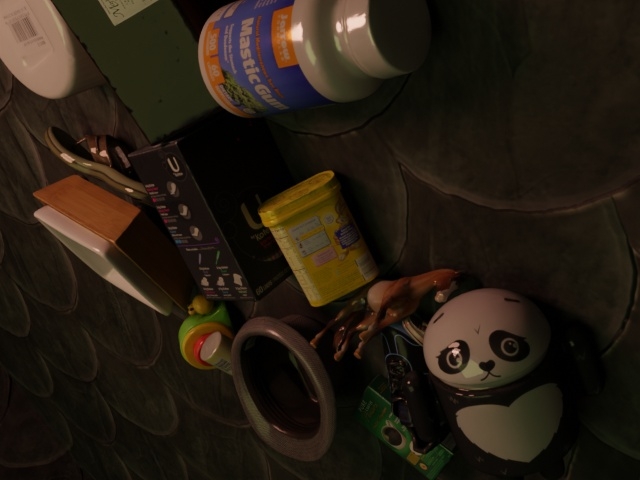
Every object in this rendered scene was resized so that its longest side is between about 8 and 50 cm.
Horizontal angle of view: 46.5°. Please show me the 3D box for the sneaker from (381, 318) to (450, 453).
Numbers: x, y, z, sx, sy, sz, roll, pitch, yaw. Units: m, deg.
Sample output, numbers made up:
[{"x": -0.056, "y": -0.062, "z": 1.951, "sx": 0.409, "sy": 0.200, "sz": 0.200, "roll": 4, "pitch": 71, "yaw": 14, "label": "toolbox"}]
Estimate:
[{"x": 0.145, "y": 0.230, "z": 1.176, "sx": 0.081, "sy": 0.090, "sz": 0.232, "roll": -8, "pitch": 115, "yaw": 48, "label": "sneaker"}]

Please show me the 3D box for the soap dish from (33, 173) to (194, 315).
[{"x": -0.380, "y": 0.009, "z": 1.419, "sx": 0.229, "sy": 0.118, "sz": 0.291, "roll": 26, "pitch": 162, "yaw": 28, "label": "soap dish"}]

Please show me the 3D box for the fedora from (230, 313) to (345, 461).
[{"x": -0.040, "y": 0.244, "z": 1.342, "sx": 0.244, "sy": 0.124, "sz": 0.275, "roll": 1, "pitch": 112, "yaw": 42, "label": "fedora"}]

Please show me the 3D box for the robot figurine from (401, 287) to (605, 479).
[{"x": 0.241, "y": 0.198, "z": 0.986, "sx": 0.174, "sy": 0.209, "sz": 0.278, "roll": 12, "pitch": 130, "yaw": 55, "label": "robot figurine"}]

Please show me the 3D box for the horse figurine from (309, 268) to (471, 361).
[{"x": 0.084, "y": 0.106, "z": 1.102, "sx": 0.066, "sy": 0.174, "sz": 0.263, "roll": 49, "pitch": 155, "yaw": -5, "label": "horse figurine"}]

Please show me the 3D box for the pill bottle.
[{"x": -0.010, "y": -0.236, "z": 0.894, "sx": 0.272, "sy": 0.152, "sz": 0.152, "roll": 0, "pitch": 121, "yaw": 45, "label": "pill bottle"}]

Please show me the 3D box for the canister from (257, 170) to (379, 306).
[{"x": 0.000, "y": 0.000, "z": 1.107, "sx": 0.169, "sy": 0.126, "sz": 0.073, "roll": 63, "pitch": 180, "yaw": -19, "label": "canister"}]

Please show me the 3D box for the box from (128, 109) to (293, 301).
[{"x": -0.143, "y": -0.058, "z": 1.161, "sx": 0.143, "sy": 0.165, "sz": 0.270, "roll": -5, "pitch": 118, "yaw": 47, "label": "box"}]

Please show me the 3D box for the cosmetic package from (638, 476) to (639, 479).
[{"x": 0.506, "y": 0.374, "z": 0.923, "sx": 0.231, "sy": 0.117, "sz": 0.085, "roll": 36, "pitch": 140, "yaw": 16, "label": "cosmetic package"}]

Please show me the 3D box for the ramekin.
[{"x": -0.436, "y": -0.367, "z": 1.218, "sx": 0.277, "sy": 0.135, "sz": 0.277, "roll": 25, "pitch": 135, "yaw": 28, "label": "ramekin"}]

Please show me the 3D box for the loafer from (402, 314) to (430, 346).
[{"x": 0.182, "y": 0.149, "z": 1.120, "sx": 0.125, "sy": 0.045, "sz": 0.039, "roll": 41, "pitch": 125, "yaw": 1, "label": "loafer"}]

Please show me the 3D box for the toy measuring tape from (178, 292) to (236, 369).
[{"x": -0.213, "y": 0.250, "z": 1.517, "sx": 0.121, "sy": 0.121, "sz": 0.330, "roll": 13, "pitch": 129, "yaw": 38, "label": "toy measuring tape"}]

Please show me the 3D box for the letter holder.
[{"x": -0.234, "y": -0.325, "z": 1.057, "sx": 0.152, "sy": 0.214, "sz": 0.301, "roll": -24, "pitch": 112, "yaw": 19, "label": "letter holder"}]

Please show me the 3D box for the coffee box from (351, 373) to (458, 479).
[{"x": 0.148, "y": 0.325, "z": 1.293, "sx": 0.184, "sy": 0.040, "sz": 0.113, "roll": 36, "pitch": 139, "yaw": 17, "label": "coffee box"}]

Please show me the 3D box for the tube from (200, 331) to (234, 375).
[{"x": -0.123, "y": 0.257, "z": 1.448, "sx": 0.240, "sy": 0.062, "sz": 0.070, "roll": 36, "pitch": -169, "yaw": -27, "label": "tube"}]

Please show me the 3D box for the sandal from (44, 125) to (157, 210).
[{"x": -0.389, "y": -0.146, "z": 1.398, "sx": 0.303, "sy": 0.086, "sz": 0.120, "roll": 28, "pitch": 180, "yaw": 22, "label": "sandal"}]
